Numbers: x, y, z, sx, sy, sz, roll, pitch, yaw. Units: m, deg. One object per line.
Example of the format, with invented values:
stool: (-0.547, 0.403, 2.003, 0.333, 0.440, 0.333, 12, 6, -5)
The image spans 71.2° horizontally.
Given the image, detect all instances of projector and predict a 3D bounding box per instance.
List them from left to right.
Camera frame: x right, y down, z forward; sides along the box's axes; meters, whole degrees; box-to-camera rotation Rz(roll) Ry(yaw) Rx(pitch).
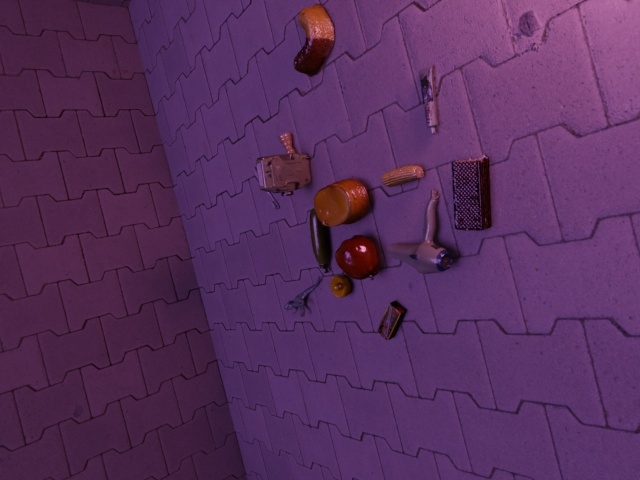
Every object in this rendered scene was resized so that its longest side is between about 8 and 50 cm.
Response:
projector: (-0.163, -0.307, 2.093, 0.088, 0.269, 0.194, 6, 106, 50)

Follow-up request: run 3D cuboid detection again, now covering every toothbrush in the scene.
toothbrush: (-0.308, -0.291, 2.465, 0.307, 0.029, 0.025, 58, 145, 22)

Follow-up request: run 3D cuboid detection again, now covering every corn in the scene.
corn: (0.309, -0.244, 1.692, 0.165, 0.085, 0.063, -9, 77, 47)

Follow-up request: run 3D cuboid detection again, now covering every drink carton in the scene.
drink carton: (0.302, 0.341, 1.901, 0.071, 0.056, 0.166, 40, 129, 32)

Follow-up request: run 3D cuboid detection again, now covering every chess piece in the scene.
chess piece: (-0.159, -0.463, 2.211, 0.066, 0.066, 0.122, -20, 91, 51)

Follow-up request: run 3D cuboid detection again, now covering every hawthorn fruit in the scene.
hawthorn fruit: (0.164, 0.086, 1.895, 0.202, 0.185, 0.185, 56, 138, 17)

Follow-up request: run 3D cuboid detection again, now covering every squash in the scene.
squash: (-0.002, 0.000, 2.143, 0.087, 0.087, 0.332, 6, 107, 50)

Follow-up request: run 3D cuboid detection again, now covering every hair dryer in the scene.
hair dryer: (0.363, -0.009, 1.710, 0.296, 0.118, 0.298, -24, 66, 55)

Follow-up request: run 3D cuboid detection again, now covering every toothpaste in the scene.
toothpaste: (0.381, -0.488, 1.564, 0.060, 0.038, 0.234, -3, 96, 49)

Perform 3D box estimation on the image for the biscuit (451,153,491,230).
biscuit: (0.505, -0.158, 1.490, 0.106, 0.070, 0.252, 6, 105, 48)

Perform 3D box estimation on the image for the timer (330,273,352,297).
timer: (0.086, 0.216, 2.080, 0.107, 0.109, 0.107, 19, 116, 47)

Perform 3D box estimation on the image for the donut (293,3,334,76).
donut: (-0.031, -0.839, 1.896, 0.151, 0.112, 0.295, 35, 128, 42)

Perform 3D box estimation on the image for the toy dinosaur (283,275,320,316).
toy dinosaur: (-0.085, 0.322, 2.343, 0.383, 0.076, 0.129, -36, 49, 42)

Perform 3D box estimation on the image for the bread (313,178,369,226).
bread: (0.091, -0.161, 1.932, 0.269, 0.142, 0.196, -17, 90, 53)
